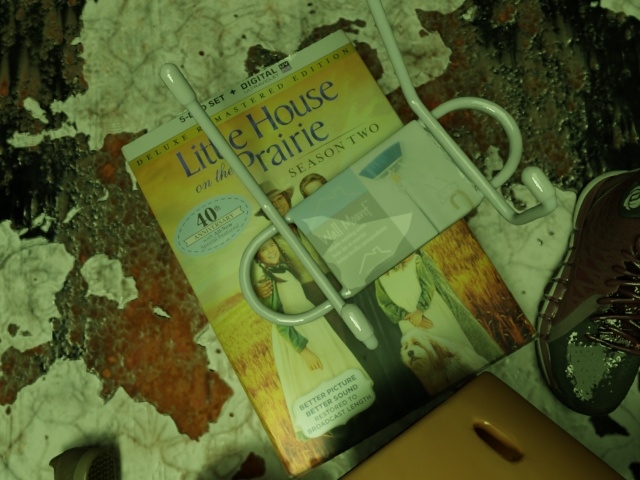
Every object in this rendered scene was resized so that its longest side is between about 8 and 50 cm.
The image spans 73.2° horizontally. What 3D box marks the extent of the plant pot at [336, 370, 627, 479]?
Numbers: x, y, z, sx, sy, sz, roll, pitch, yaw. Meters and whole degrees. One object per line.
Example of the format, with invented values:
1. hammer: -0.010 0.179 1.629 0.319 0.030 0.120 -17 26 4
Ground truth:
1. plant pot: 0.134 0.252 0.365 0.291 0.291 0.203 -35 65 -3

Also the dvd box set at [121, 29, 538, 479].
1. dvd box set: 0.000 0.000 0.502 0.308 0.062 0.420 -29 81 -2

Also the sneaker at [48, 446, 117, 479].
1. sneaker: -0.268 0.327 0.475 0.071 0.066 0.188 -6 75 19

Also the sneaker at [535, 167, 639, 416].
1. sneaker: 0.309 0.043 0.429 0.107 0.162 0.280 13 82 5

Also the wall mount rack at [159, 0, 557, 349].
1. wall mount rack: 0.036 -0.083 0.417 0.350 0.130 0.304 -36 82 -5
